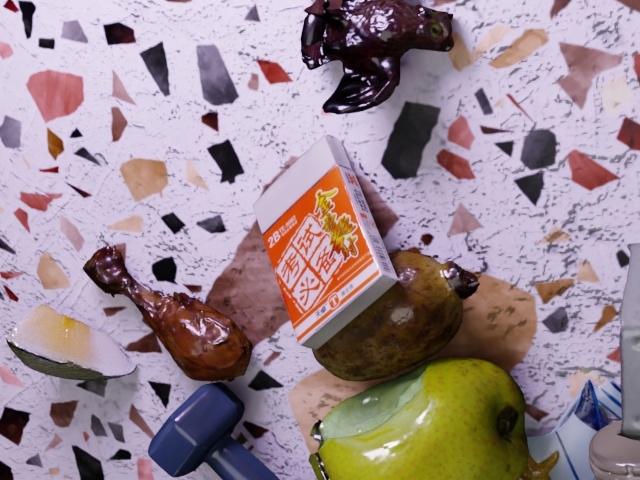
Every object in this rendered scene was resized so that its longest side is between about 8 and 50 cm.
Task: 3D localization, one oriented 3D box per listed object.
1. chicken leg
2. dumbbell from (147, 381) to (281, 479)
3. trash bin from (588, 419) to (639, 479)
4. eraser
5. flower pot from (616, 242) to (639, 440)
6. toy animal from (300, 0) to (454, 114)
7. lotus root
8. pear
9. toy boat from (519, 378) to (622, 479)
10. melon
[{"bbox_3d":[-0.231,0.109,1.577,0.304,0.093,0.113,31,129,18],"label":"chicken leg"},{"bbox_3d":[-0.090,0.352,1.557,0.316,0.156,0.144,41,150,8],"label":"dumbbell"},{"bbox_3d":[0.460,0.344,1.301,0.243,0.121,0.248,-6,107,23],"label":"trash bin"},{"bbox_3d":[0.000,0.000,1.379,0.157,0.038,0.230,-43,51,30],"label":"eraser"},{"bbox_3d":[0.433,0.119,1.186,0.189,0.209,0.239,1,106,25],"label":"flower pot"},{"bbox_3d":[0.067,-0.253,1.314,0.179,0.116,0.219,3,81,-3],"label":"toy animal"},{"bbox_3d":[0.094,0.094,1.387,0.260,0.128,0.145,-30,107,36],"label":"lotus root"},{"bbox_3d":[0.132,0.249,1.353,0.292,0.292,0.159,-26,104,30],"label":"pear"},{"bbox_3d":[0.308,0.296,1.410,0.220,0.067,0.291,34,108,10],"label":"toy boat"},{"bbox_3d":[-0.389,0.174,1.684,0.202,0.093,0.139,21,148,-13],"label":"melon"}]
